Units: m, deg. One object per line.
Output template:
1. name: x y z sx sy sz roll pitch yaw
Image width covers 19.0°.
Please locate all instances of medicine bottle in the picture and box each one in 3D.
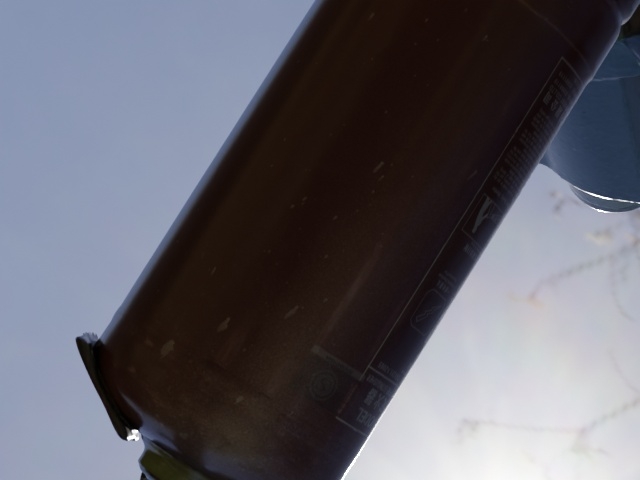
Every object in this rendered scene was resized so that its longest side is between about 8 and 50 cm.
1. medicine bottle: 0.155 -0.087 0.970 0.124 0.258 0.079 2 -111 12

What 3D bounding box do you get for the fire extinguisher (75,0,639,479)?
1. fire extinguisher: 0.000 0.000 0.621 0.105 0.105 0.269 28 -97 46
